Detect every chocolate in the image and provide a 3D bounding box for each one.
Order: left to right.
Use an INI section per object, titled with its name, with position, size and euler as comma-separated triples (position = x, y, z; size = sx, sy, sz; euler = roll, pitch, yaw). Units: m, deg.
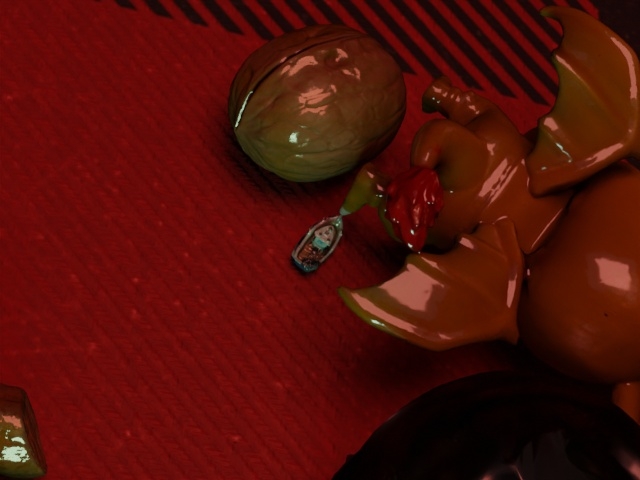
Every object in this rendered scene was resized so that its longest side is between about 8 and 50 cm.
[chocolate]
position = 0.179, 0.282, 1.645
size = 0.384, 0.331, 0.383
euler = 10, 56, -15

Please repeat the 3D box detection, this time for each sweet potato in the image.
[sweet potato]
position = -0.363, 0.152, 1.671
size = 0.252, 0.097, 0.097
euler = 20, 55, 3

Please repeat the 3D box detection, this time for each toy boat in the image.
[toy boat]
position = 0.000, 0.000, 1.922
size = 0.038, 0.038, 0.083
euler = 36, 56, 4

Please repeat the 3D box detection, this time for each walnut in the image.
[walnut]
position = -0.004, -0.148, 1.936
size = 0.207, 0.167, 0.167
euler = -21, 69, -31

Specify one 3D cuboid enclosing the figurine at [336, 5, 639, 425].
[figurine]
position = 0.218, 0.014, 1.853
size = 0.387, 0.268, 0.401
euler = 37, 63, 2
